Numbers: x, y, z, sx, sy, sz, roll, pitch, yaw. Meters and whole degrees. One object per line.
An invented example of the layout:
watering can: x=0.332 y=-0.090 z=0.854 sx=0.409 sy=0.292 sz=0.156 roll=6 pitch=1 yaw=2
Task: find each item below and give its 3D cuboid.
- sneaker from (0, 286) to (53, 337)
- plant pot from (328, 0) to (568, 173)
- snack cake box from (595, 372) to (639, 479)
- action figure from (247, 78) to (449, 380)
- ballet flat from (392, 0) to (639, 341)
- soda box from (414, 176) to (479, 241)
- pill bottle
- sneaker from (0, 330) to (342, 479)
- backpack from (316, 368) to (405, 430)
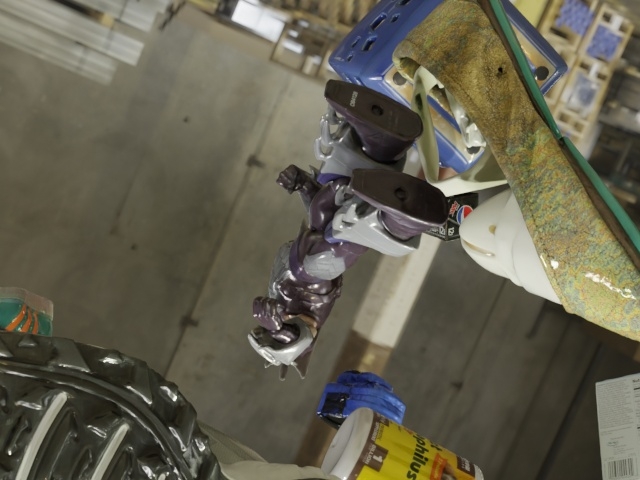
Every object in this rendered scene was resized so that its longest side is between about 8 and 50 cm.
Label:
sneaker: x=-0.472 y=0.139 z=1.525 sx=0.108 sy=0.121 sz=0.302 roll=-9 pitch=169 yaw=9
plant pot: x=0.179 y=-0.238 z=1.394 sx=0.236 sy=0.236 sz=0.212 roll=42 pitch=-173 yaw=-16
snack cake box: x=0.501 y=0.241 z=1.337 sx=0.264 sy=0.152 sz=0.089 roll=-19 pitch=140 yaw=33
action figure: x=0.000 y=0.000 z=0.838 sx=0.099 sy=0.185 sz=0.285 roll=11 pitch=147 yaw=-17
ballet flat: x=0.138 y=-0.046 z=0.741 sx=0.123 sy=0.123 sz=0.349 roll=19 pitch=-141 yaw=-39
soda box: x=0.140 y=-0.046 z=1.372 sx=0.053 sy=0.060 sz=0.169 roll=-9 pitch=-164 yaw=-28
pill bottle: x=0.114 y=0.298 z=1.243 sx=0.215 sy=0.117 sz=0.117 roll=28 pitch=-175 yaw=-6
sneaker: x=-0.088 y=0.118 z=0.483 sx=0.108 sy=0.100 sz=0.271 roll=12 pitch=160 yaw=40
backpack: x=0.070 y=0.257 z=1.604 sx=0.120 sy=0.101 sz=0.098 roll=0 pitch=156 yaw=45
